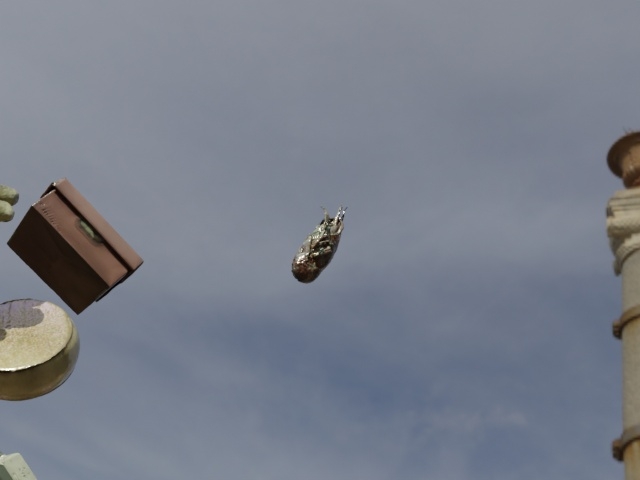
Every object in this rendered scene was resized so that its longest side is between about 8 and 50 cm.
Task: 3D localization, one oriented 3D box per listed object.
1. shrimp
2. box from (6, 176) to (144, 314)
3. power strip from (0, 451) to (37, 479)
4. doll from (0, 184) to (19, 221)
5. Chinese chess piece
[{"bbox_3d":[0.001,0.001,1.289,0.074,0.190,0.073,5,-40,45],"label":"shrimp"},{"bbox_3d":[-0.470,0.019,1.307,0.215,0.086,0.215,49,-41,-9],"label":"box"},{"bbox_3d":[-0.515,0.468,1.241,0.027,0.060,0.253,-34,-92,4],"label":"power strip"},{"bbox_3d":[-0.855,-0.126,1.626,0.278,0.150,0.175,15,0,-26],"label":"doll"},{"bbox_3d":[-0.729,0.263,1.694,0.269,0.270,0.112,14,-53,7],"label":"Chinese chess piece"}]
